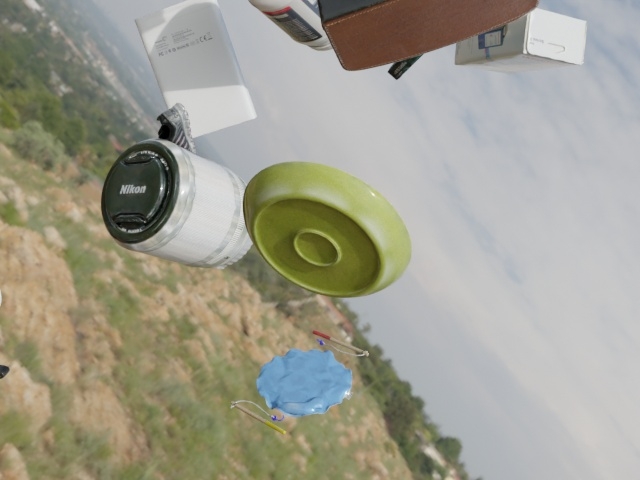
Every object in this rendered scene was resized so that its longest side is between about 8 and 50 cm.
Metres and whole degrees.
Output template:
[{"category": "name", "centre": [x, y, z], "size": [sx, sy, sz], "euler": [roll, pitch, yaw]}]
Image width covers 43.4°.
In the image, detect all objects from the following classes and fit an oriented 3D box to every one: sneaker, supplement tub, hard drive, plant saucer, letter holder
[{"category": "sneaker", "centre": [-0.334, -0.230, 1.840], "size": [0.063, 0.074, 0.170], "euler": [44, -30, 41]}, {"category": "supplement tub", "centre": [-0.044, -0.595, 1.954], "size": [0.191, 0.191, 0.272], "euler": [51, 13, 30]}, {"category": "hard drive", "centre": [-0.342, -0.474, 2.223], "size": [0.047, 0.232, 0.353], "euler": [-65, 138, -71]}, {"category": "plant saucer", "centre": [0.000, 0.000, 1.060], "size": [0.240, 0.037, 0.241], "euler": [16, -40, 13]}, {"category": "letter holder", "centre": [0.165, -0.359, 1.219], "size": [0.214, 0.301, 0.152], "euler": [55, 23, -56]}]

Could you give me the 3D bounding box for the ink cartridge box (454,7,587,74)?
[{"category": "ink cartridge box", "centre": [0.392, -0.389, 1.588], "size": [0.154, 0.093, 0.212], "euler": [3, 6, -28]}]

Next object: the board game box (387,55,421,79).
[{"category": "board game box", "centre": [0.196, -0.381, 1.449], "size": [0.026, 0.186, 0.126], "euler": [38, -37, -10]}]

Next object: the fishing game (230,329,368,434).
[{"category": "fishing game", "centre": [-0.028, 0.274, 1.535], "size": [0.189, 0.264, 0.041], "euler": [17, -51, 31]}]

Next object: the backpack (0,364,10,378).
[{"category": "backpack", "centre": [-0.724, 0.157, 1.396], "size": [0.263, 0.213, 0.276], "euler": [37, 34, 24]}]

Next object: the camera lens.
[{"category": "camera lens", "centre": [-0.277, -0.066, 1.596], "size": [0.219, 0.219, 0.274], "euler": [51, 16, 30]}]
